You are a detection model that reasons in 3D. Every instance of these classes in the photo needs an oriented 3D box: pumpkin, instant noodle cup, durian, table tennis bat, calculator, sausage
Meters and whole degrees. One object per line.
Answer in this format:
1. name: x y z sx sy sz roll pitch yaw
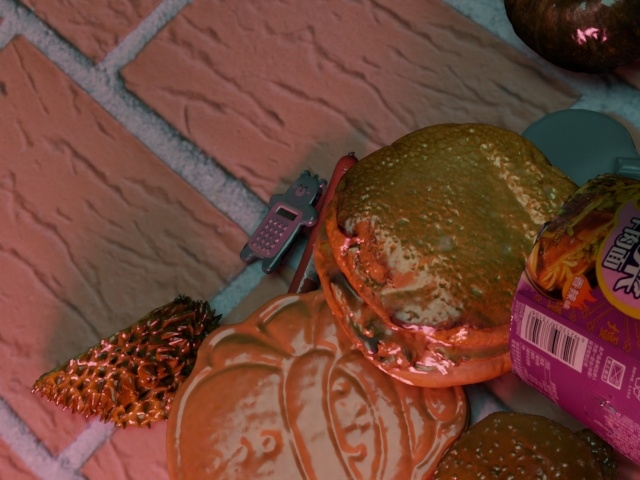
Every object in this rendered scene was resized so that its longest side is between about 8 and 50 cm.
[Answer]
1. pumpkin: 0.332 -0.307 1.868 0.223 0.157 0.224 -15 63 31
2. instant noodle cup: 0.372 0.090 1.587 0.266 0.340 0.340 26 75 37
3. durian: -0.238 0.143 1.857 0.252 0.144 0.139 -37 38 3
4. table tennis bat: 0.339 -0.086 1.827 0.237 0.038 0.149 5 67 24
5. calculator: -0.043 -0.025 1.908 0.094 0.019 0.141 25 77 49
6. sausage: 0.000 0.000 1.889 0.034 0.034 0.253 14 69 23

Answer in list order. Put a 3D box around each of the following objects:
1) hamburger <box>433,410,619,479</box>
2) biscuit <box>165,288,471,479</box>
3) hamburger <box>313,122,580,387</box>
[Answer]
1. hamburger: 0.216 0.273 1.639 0.189 0.122 0.215 35 77 28
2. biscuit: -0.014 0.211 1.762 0.351 0.057 0.312 -29 67 1
3. hamburger: 0.146 0.019 1.732 0.314 0.170 0.290 -26 61 -21
